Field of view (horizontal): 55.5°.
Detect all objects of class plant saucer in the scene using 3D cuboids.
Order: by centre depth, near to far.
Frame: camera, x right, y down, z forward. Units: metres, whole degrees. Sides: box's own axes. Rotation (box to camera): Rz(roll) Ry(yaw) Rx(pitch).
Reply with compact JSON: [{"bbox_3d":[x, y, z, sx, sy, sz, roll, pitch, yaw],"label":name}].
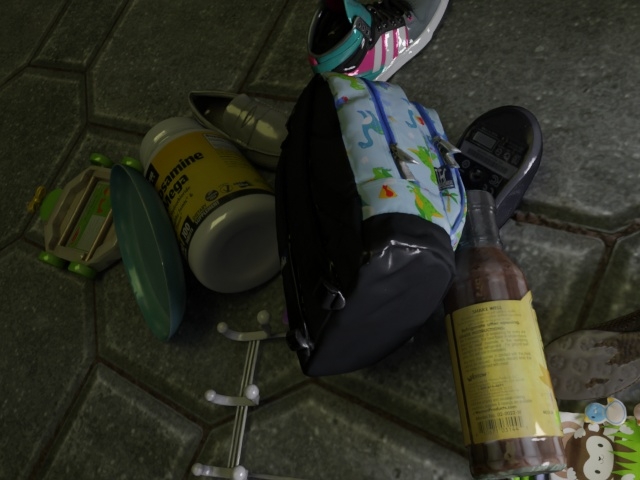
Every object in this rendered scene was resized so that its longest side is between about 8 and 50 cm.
[{"bbox_3d":[-0.300,0.019,1.062,0.044,0.317,0.317,-17,45,-28],"label":"plant saucer"}]

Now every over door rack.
[{"bbox_3d":[-0.038,0.225,0.866,0.324,0.108,0.239,-6,64,29],"label":"over door rack"}]

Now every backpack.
[{"bbox_3d":[0.051,-0.052,0.791,0.273,0.290,0.355,-9,55,-23],"label":"backpack"}]

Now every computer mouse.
[{"bbox_3d":[0.220,-0.069,0.887,0.272,0.072,0.188,-54,52,13],"label":"computer mouse"}]

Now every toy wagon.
[{"bbox_3d":[-0.519,-0.062,1.341,0.344,0.068,0.267,12,73,36],"label":"toy wagon"}]

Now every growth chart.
[{"bbox_3d":[0.320,0.263,0.678,0.237,0.021,0.172,-17,57,23],"label":"growth chart"}]

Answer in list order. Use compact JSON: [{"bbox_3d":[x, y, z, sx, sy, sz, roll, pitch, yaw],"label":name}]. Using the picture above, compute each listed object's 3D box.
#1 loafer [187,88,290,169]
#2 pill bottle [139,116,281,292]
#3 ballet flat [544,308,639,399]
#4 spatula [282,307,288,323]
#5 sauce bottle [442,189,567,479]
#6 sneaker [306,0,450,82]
[{"bbox_3d":[-0.138,-0.216,1.152,0.319,0.111,0.112,22,77,37],"label":"loafer"},{"bbox_3d":[-0.196,-0.078,1.068,0.188,0.188,0.334,-45,51,4],"label":"pill bottle"},{"bbox_3d":[0.368,0.115,0.709,0.250,0.058,0.084,-34,73,20],"label":"ballet flat"},{"bbox_3d":[0.000,0.000,1.007,0.084,0.030,0.296,-5,64,29],"label":"spatula"},{"bbox_3d":[0.207,0.102,0.734,0.111,0.111,0.344,-15,64,25],"label":"sauce bottle"},{"bbox_3d":[0.086,-0.385,1.057,0.295,0.178,0.124,-47,51,3],"label":"sneaker"}]
